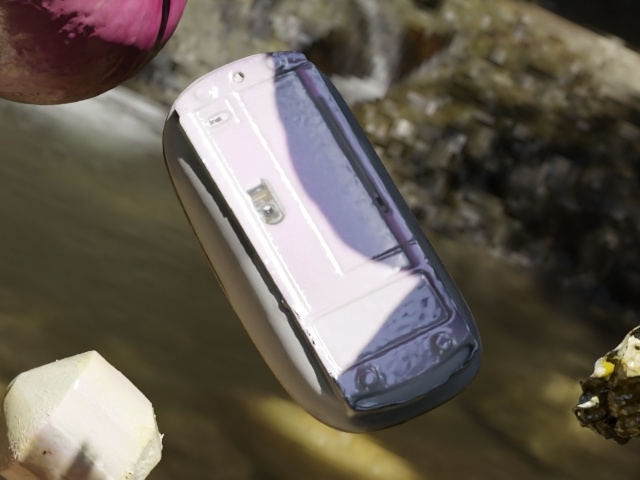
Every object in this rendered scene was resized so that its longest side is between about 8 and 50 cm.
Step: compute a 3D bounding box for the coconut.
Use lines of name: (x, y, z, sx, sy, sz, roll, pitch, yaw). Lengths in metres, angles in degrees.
coconut: (-0.187, 0.147, 1.440, 0.122, 0.116, 0.116, 42, 10, -6)

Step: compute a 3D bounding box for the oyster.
oyster: (0.226, 0.081, 1.208, 0.146, 0.121, 0.045, -19, 62, -19)

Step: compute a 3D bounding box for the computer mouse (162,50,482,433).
computer mouse: (0.000, 0.000, 1.127, 0.245, 0.126, 0.056, 59, -20, 15)

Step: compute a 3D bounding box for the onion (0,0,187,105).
onion: (-0.218, -0.291, 1.714, 0.345, 0.358, 0.358, 18, 12, -4)
